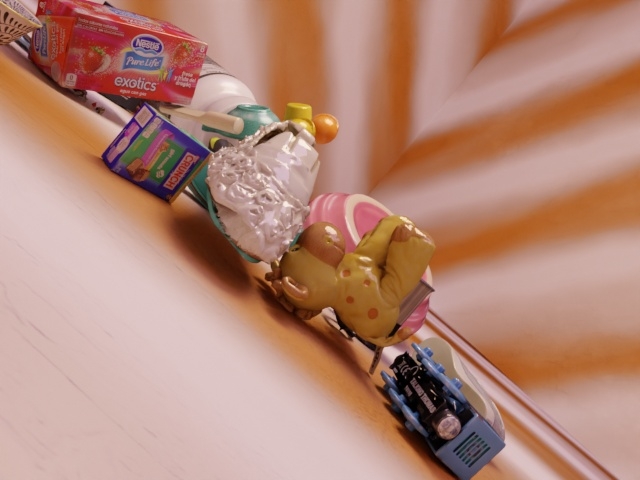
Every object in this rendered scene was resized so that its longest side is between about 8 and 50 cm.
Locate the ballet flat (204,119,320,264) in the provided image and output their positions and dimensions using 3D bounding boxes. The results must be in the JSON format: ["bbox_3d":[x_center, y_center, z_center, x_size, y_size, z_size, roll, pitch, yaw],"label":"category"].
[{"bbox_3d":[-0.066,-0.102,0.821,0.147,0.147,0.409,38,13,-15],"label":"ballet flat"}]

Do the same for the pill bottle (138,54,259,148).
[{"bbox_3d":[-0.273,-0.303,1.372,0.363,0.210,0.210,44,7,40],"label":"pill bottle"}]

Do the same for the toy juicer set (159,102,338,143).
[{"bbox_3d":[-0.114,-0.205,1.144,0.329,0.089,0.209,-8,26,-35],"label":"toy juicer set"}]

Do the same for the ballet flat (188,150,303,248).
[{"bbox_3d":[-0.138,-0.056,0.997,0.247,0.083,0.087,39,-20,-10],"label":"ballet flat"}]

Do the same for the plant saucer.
[{"bbox_3d":[0.110,0.030,1.178,0.332,0.084,0.332,36,32,-27],"label":"plant saucer"}]

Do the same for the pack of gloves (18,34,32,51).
[{"bbox_3d":[-0.566,-0.386,1.021,0.232,0.046,0.195,44,-6,13],"label":"pack of gloves"}]

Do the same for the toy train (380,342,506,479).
[{"bbox_3d":[0.135,0.194,0.703,0.105,0.080,0.184,48,0,-13],"label":"toy train"}]

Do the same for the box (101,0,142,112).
[{"bbox_3d":[-0.422,-0.381,1.254,0.093,0.158,0.156,42,4,24],"label":"box"}]

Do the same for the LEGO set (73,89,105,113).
[{"bbox_3d":[-0.399,-0.249,1.013,0.083,0.023,0.054,36,6,-34],"label":"LEGO set"}]

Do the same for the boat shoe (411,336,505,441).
[{"bbox_3d":[0.209,0.236,0.921,0.081,0.079,0.227,48,6,-25],"label":"boat shoe"}]

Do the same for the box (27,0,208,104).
[{"bbox_3d":[-0.341,-0.325,1.025,0.128,0.122,0.257,37,25,32],"label":"box"}]

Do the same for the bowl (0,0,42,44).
[{"bbox_3d":[-0.441,-0.291,0.732,0.170,0.080,0.170,39,5,-4],"label":"bowl"}]

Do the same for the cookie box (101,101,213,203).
[{"bbox_3d":[-0.208,-0.110,0.772,0.040,0.092,0.107,46,8,37],"label":"cookie box"}]

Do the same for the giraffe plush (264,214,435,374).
[{"bbox_3d":[0.022,0.045,0.769,0.171,0.210,0.181,22,-23,-15],"label":"giraffe plush"}]

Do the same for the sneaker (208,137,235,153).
[{"bbox_3d":[-0.127,-0.126,1.176,0.121,0.111,0.300,3,-8,20],"label":"sneaker"}]

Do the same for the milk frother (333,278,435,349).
[{"bbox_3d":[0.090,0.091,0.923,0.129,0.134,0.143,39,5,-3],"label":"milk frother"}]
